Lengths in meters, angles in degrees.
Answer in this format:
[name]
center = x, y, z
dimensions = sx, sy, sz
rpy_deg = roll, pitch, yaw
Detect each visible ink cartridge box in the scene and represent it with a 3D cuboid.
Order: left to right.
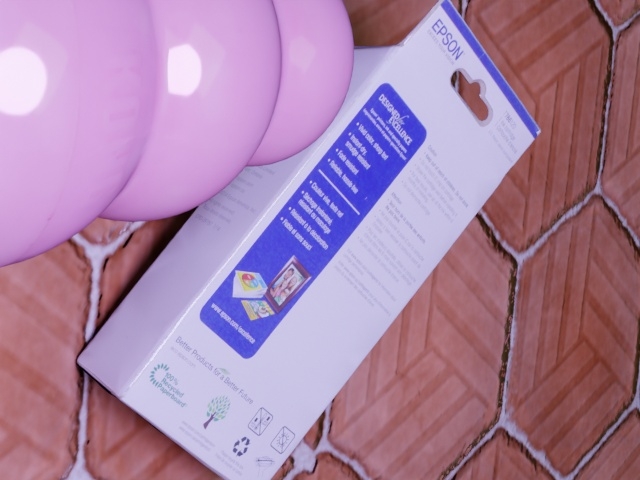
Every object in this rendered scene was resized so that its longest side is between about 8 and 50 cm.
[ink cartridge box]
center = 0.000, 0.000, 1.061
dimensions = 0.332, 0.065, 0.165
rpy_deg = -50, 135, -8

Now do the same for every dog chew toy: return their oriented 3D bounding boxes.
[dog chew toy]
center = -0.116, -0.095, 0.832
dimensions = 0.332, 0.207, 0.206
rpy_deg = -8, 103, -42
